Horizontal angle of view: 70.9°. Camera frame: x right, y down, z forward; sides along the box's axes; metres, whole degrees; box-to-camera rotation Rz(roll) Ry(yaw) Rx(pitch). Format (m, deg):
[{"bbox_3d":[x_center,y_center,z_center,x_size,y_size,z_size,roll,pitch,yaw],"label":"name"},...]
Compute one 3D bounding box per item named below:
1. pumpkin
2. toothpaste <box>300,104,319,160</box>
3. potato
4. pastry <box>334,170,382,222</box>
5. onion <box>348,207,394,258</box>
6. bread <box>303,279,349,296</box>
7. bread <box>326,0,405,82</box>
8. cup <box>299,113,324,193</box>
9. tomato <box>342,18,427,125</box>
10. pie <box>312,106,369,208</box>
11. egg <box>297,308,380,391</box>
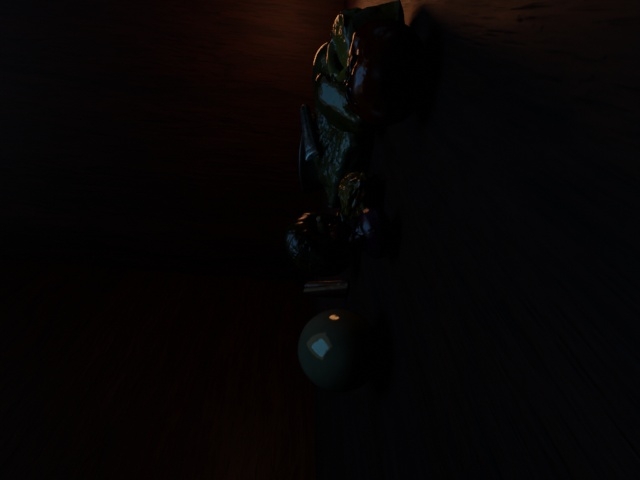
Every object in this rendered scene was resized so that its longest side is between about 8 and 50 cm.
[{"bbox_3d":[0.000,-0.003,1.545,0.260,0.260,0.189,-91,8,-57],"label":"pumpkin"},{"bbox_3d":[-0.042,-0.387,1.602,0.039,0.062,0.239,29,-136,-47],"label":"toothpaste"},{"bbox_3d":[0.086,-0.433,1.294,0.351,0.202,0.218,-108,32,-44],"label":"potato"},{"bbox_3d":[0.102,-0.117,1.256,0.250,0.102,0.154,-121,39,-81],"label":"pastry"},{"bbox_3d":[0.111,-0.015,0.983,0.115,0.104,0.115,-14,-90,-89],"label":"onion"},{"bbox_3d":[0.045,0.186,1.725,0.119,0.192,0.067,11,-104,-57],"label":"bread"},{"bbox_3d":[0.112,-0.456,1.045,0.197,0.170,0.197,178,90,-76],"label":"bread"},{"bbox_3d":[0.031,-0.365,1.955,0.347,0.163,0.348,8,-90,-78],"label":"cup"},{"bbox_3d":[0.121,-0.307,0.830,0.187,0.151,0.187,-170,90,-88],"label":"tomato"},{"bbox_3d":[0.063,-0.315,1.599,0.418,0.180,0.395,-101,17,-55],"label":"pie"},{"bbox_3d":[0.043,0.252,1.037,0.254,0.188,0.189,132,142,-78],"label":"egg"}]
